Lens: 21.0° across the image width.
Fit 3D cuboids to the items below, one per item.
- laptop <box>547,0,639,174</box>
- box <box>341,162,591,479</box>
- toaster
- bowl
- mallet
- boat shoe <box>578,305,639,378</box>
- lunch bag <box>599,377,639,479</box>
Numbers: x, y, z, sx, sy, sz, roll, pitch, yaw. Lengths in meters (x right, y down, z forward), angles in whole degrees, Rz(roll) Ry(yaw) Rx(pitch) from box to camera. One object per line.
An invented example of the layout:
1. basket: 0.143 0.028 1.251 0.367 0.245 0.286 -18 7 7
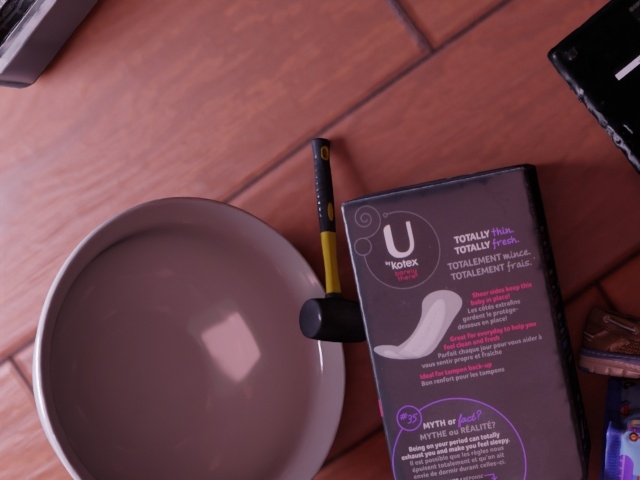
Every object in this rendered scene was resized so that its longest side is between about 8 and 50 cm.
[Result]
1. laptop: 0.376 -0.124 1.493 0.234 0.136 0.264 -40 61 11
2. box: 0.130 0.080 1.492 0.165 0.143 0.270 -11 92 10
3. toaster: -0.302 -0.240 1.565 0.168 0.110 0.185 42 101 6
4. bowl: -0.136 0.117 1.523 0.134 0.298 0.298 -18 92 57
5. mallet: 0.000 0.000 1.537 0.039 0.062 0.189 -25 72 51
6. boat shoe: 0.317 0.091 1.496 0.183 0.066 0.066 5 95 11
7. lunch bag: 0.347 0.284 1.487 0.221 0.138 0.293 5 106 8
